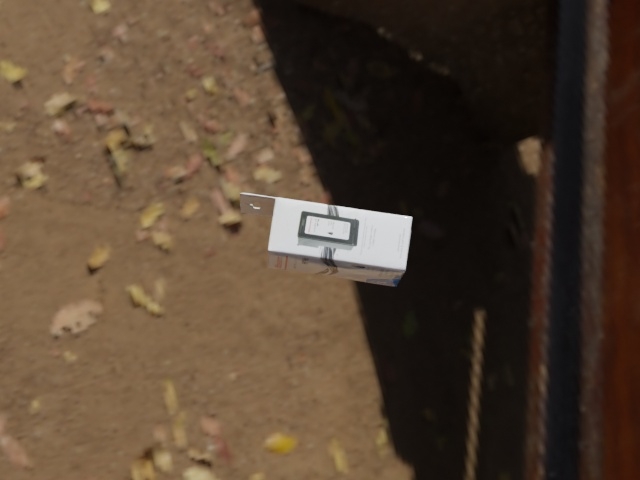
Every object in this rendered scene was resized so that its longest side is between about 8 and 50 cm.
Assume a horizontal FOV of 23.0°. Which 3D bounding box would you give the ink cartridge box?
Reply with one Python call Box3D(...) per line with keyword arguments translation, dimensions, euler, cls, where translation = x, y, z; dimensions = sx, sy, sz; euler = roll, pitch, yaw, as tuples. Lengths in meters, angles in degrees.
Box3D(translation=(0.000, 0.000, 0.766), dimensions=(0.083, 0.048, 0.028), euler=(9, 78, 0), cls="ink cartridge box")
